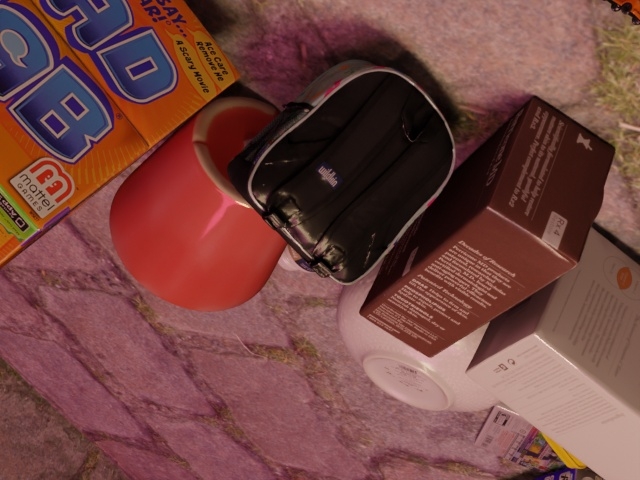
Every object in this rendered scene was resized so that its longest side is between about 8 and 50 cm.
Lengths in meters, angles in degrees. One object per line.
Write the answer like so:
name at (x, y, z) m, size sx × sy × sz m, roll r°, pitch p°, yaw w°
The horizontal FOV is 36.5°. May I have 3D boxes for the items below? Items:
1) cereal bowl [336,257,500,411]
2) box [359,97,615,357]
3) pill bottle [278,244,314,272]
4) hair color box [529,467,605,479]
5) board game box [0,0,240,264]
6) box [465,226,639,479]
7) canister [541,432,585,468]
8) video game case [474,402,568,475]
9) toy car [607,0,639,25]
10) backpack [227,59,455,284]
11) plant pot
cereal bowl at (0.170, 0.183, 1.620) m, size 0.339 × 0.141 × 0.339 m, roll 24°, pitch 153°, yaw 14°
box at (0.209, 0.000, 1.301) m, size 0.143 × 0.191 × 0.381 m, roll 33°, pitch 148°, yaw -8°
pill bottle at (0.000, 0.000, 1.549) m, size 0.094 × 0.094 × 0.169 m, roll 42°, pitch 146°, yaw -22°
hair color box at (0.490, 0.561, 1.958) m, size 0.185 × 0.110 × 0.339 m, roll 23°, pitch 148°, yaw -12°
board game box at (-0.402, -0.200, 1.242) m, size 0.356 × 0.356 × 0.356 m, roll 51°, pitch 144°, yaw -10°
box at (0.410, 0.179, 1.335) m, size 0.345 × 0.215 × 0.168 m, roll 38°, pitch 145°, yaw -5°
canister at (0.484, 0.332, 1.677) m, size 0.170 × 0.073 × 0.126 m, roll -21°, pitch 114°, yaw 49°
video game case at (0.404, 0.386, 1.873) m, size 0.183 × 0.023 × 0.201 m, roll 22°, pitch 147°, yaw 9°
toy car at (0.348, -0.237, 1.019) m, size 0.122 × 0.060 × 0.040 m, roll 27°, pitch 108°, yaw -31°
backpack at (0.035, -0.100, 1.241) m, size 0.225 × 0.253 × 0.191 m, roll 45°, pitch -179°, yaw -23°
plant pot at (-0.142, -0.066, 1.434) m, size 0.275 × 0.275 × 0.243 m, roll 33°, pitch 138°, yaw -9°
